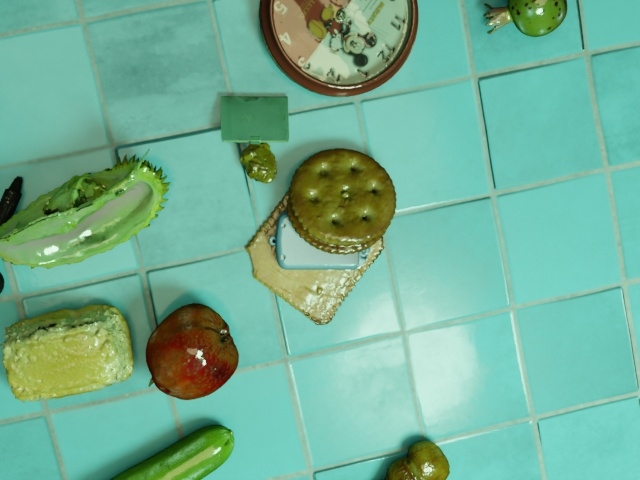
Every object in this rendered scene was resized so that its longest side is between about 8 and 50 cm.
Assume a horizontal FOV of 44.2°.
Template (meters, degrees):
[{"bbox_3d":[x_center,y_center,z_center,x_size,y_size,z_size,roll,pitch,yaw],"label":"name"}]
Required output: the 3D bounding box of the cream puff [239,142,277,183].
[{"bbox_3d":[-0.123,-0.153,1.575,0.083,0.083,0.058,38,133,-20],"label":"cream puff"}]

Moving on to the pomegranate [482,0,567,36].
[{"bbox_3d":[0.414,-0.462,1.579,0.129,0.159,0.129,19,62,-40],"label":"pomegranate"}]

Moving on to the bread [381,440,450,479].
[{"bbox_3d":[0.149,0.576,1.667,0.124,0.084,0.344,38,91,-9],"label":"bread"}]

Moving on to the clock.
[{"bbox_3d":[0.038,-0.442,1.550,0.318,0.080,0.318,-1,97,-11],"label":"clock"}]

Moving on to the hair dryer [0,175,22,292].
[{"bbox_3d":[-0.629,-0.007,1.526,0.071,0.114,0.248,15,74,-3],"label":"hair dryer"}]

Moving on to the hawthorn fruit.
[{"bbox_3d":[-0.265,0.229,1.548,0.200,0.179,0.179,-34,99,19],"label":"hawthorn fruit"}]

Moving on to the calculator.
[{"bbox_3d":[0.000,0.000,1.597,0.210,0.039,0.121,0,93,-7],"label":"calculator"}]

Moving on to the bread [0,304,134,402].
[{"bbox_3d":[-0.493,0.223,1.538,0.246,0.121,0.174,-12,106,-9],"label":"bread"}]

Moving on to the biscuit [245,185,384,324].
[{"bbox_3d":[-0.017,0.025,1.625,0.237,0.013,0.232,36,91,-8],"label":"biscuit"}]

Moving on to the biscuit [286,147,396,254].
[{"bbox_3d":[0.043,-0.079,1.558,0.220,0.066,0.220,3,65,-7],"label":"biscuit"}]

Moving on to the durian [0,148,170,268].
[{"bbox_3d":[-0.445,-0.046,1.490,0.355,0.169,0.157,-28,96,-2],"label":"durian"}]

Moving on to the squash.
[{"bbox_3d":[-0.340,0.489,1.595,0.379,0.101,0.101,-29,98,-7],"label":"squash"}]

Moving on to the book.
[{"bbox_3d":[-0.130,-0.238,1.565,0.135,0.017,0.103,-1,73,-7],"label":"book"}]
